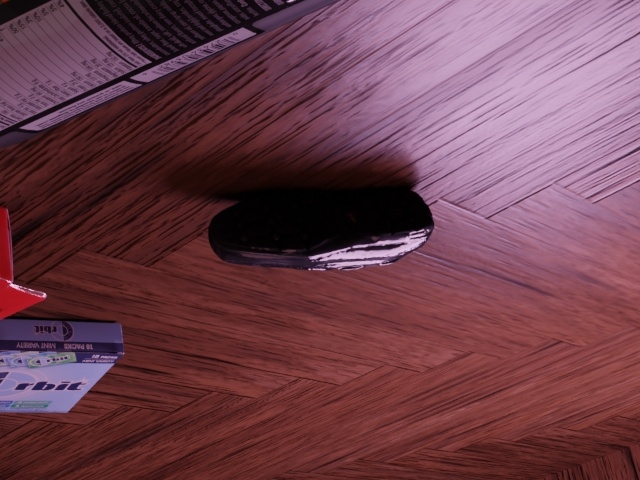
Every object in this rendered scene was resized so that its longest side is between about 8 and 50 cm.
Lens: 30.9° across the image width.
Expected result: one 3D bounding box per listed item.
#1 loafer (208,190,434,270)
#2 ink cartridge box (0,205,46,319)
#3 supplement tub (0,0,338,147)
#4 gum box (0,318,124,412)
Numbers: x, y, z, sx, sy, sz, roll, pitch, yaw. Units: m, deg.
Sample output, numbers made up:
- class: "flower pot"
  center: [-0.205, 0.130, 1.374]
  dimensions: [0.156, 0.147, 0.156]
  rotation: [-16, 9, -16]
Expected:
- class: "loafer"
  center: [0.000, 0.000, 1.091]
  dimensions: [0.223, 0.076, 0.078]
  rotation: [-4, 146, -23]
- class: "ink cartridge box"
  center: [-0.353, 0.008, 0.957]
  dimensions: [0.134, 0.078, 0.231]
  rotation: [-22, 153, 23]
- class: "supplement tub"
  center: [-0.123, -0.164, 0.565]
  dimensions: [0.316, 0.194, 0.193]
  rotation: [-20, 154, 18]
- class: "gum box"
  center: [-0.327, 0.143, 1.289]
  dimensions: [0.157, 0.041, 0.184]
  rotation: [5, 150, -31]
